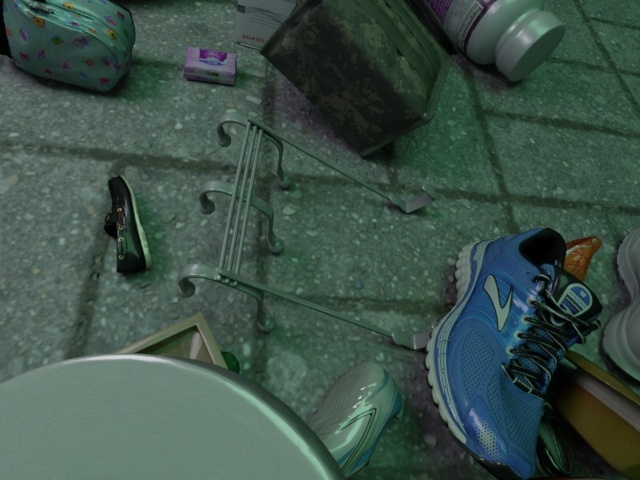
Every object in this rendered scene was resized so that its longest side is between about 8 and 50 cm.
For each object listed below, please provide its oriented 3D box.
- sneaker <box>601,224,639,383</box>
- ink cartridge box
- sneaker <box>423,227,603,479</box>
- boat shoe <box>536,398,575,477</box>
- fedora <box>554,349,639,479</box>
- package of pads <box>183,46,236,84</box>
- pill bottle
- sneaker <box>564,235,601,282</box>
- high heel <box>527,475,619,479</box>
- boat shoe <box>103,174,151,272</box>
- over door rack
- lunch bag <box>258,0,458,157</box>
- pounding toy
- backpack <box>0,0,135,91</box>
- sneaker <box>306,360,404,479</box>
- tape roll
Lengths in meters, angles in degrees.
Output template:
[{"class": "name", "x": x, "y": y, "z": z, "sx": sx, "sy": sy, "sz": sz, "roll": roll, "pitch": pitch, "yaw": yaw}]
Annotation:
[{"class": "sneaker", "x": 0.506, "y": 0.066, "z": 0.636, "sx": 0.110, "sy": 0.129, "sz": 0.297, "roll": 29, "pitch": 56, "yaw": 6}, {"class": "ink cartridge box", "x": -0.081, "y": -0.404, "z": 0.751, "sx": 0.109, "sy": 0.151, "sz": 0.063, "roll": 12, "pitch": 54, "yaw": -8}, {"class": "sneaker", "x": 0.219, "y": 0.094, "z": 0.494, "sx": 0.129, "sy": 0.147, "sz": 0.330, "roll": 40, "pitch": 46, "yaw": -15}, {"class": "boat shoe", "x": 0.268, "y": 0.218, "z": 0.538, "sx": 0.046, "sy": 0.038, "sz": 0.125, "roll": 2, "pitch": 60, "yaw": -13}, {"class": "fedora", "x": 0.342, "y": 0.213, "z": 0.516, "sx": 0.194, "sy": 0.194, "sz": 0.079, "roll": 40, "pitch": 96, "yaw": 10}, {"class": "package of pads", "x": -0.179, "y": -0.284, "z": 0.723, "sx": 0.083, "sy": 0.032, "sz": 0.050, "roll": 3, "pitch": 61, "yaw": -12}, {"class": "pill bottle", "x": 0.324, "y": -0.462, "z": 0.877, "sx": 0.169, "sy": 0.169, "sz": 0.302, "roll": -27, "pitch": 70, "yaw": -26}, {"class": "sneaker", "x": 0.359, "y": 0.049, "z": 0.659, "sx": 0.175, "sy": 0.064, "sz": 0.068, "roll": -33, "pitch": 92, "yaw": -23}, {"class": "high heel", "x": 0.147, "y": 0.331, "z": 0.399, "sx": 0.376, "sy": 0.127, "sz": 0.182, "roll": -7, "pitch": 63, "yaw": -8}, {"class": "boat shoe", "x": -0.242, "y": -0.023, "z": 0.543, "sx": 0.041, "sy": 0.049, "sz": 0.133, "roll": -11, "pitch": 68, "yaw": -29}, {"class": "over door rack", "x": 0.000, "y": 0.000, "z": 0.571, "sx": 0.323, "sy": 0.108, "sz": 0.240, "roll": 17, "pitch": 56, "yaw": -21}, {"class": "lunch bag", "x": 0.084, "y": -0.320, "z": 0.695, "sx": 0.235, "sy": 0.168, "sz": 0.287, "roll": 41, "pitch": 53, "yaw": -22}, {"class": "pounding toy", "x": -0.125, "y": 0.161, "z": 0.449, "sx": 0.141, "sy": 0.100, "sz": 0.130, "roll": -24, "pitch": 63, "yaw": -19}, {"class": "backpack", "x": -0.361, "y": -0.293, "z": 0.629, "sx": 0.181, "sy": 0.152, "sz": 0.115, "roll": 13, "pitch": 62, "yaw": -21}, {"class": "sneaker", "x": -0.003, "y": 0.224, "z": 0.444, "sx": 0.237, "sy": 0.085, "sz": 0.086, "roll": -37, "pitch": 101, "yaw": -22}, {"class": "tape roll", "x": -0.144, "y": 0.278, "z": 0.304, "sx": 0.391, "sy": 0.072, "sz": 0.393, "roll": -1, "pitch": 74, "yaw": 2}]
